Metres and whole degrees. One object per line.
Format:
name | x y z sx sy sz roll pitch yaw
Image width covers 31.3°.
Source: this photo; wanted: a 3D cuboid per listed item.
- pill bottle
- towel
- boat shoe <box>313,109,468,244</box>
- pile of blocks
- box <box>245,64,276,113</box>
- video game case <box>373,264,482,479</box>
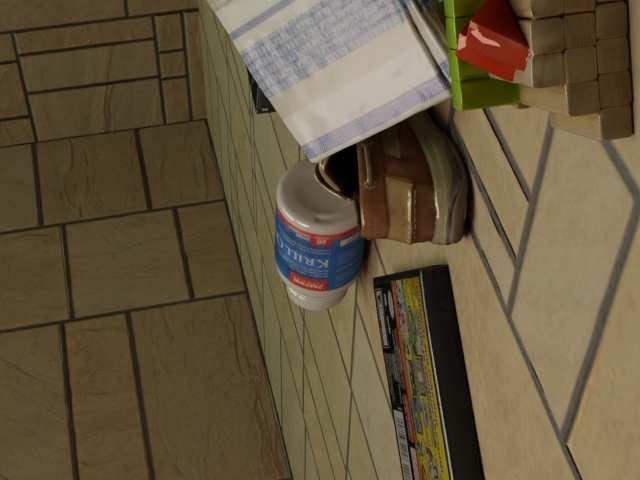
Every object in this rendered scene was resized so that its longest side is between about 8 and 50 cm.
pill bottle | 0.000 0.000 1.541 0.221 0.124 0.124 93 165 -54
towel | -0.007 -0.219 1.018 0.209 0.034 0.285 -25 101 43
boat shoe | 0.049 -0.101 1.163 0.324 0.116 0.123 -115 18 -59
pile of blocks | 0.097 -0.179 0.819 0.362 0.113 0.149 -110 14 -51
box | -0.065 -0.302 1.741 0.156 0.093 0.158 103 157 -66
video game case | 0.117 0.169 1.273 0.248 0.035 0.274 154 108 -81
